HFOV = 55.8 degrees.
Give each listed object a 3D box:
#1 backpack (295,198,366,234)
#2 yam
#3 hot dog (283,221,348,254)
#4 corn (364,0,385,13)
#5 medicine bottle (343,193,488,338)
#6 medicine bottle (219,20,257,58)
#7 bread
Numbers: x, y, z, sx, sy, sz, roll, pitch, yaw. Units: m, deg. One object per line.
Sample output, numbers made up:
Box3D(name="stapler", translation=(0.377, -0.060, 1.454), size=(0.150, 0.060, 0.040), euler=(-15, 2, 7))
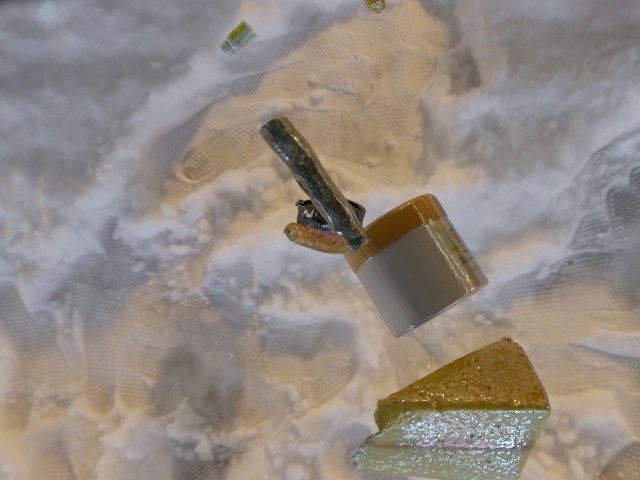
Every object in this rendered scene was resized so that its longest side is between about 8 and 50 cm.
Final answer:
Box3D(name="backpack", translation=(0.027, -0.052, 1.465), size=(0.165, 0.119, 0.106), euler=(15, 106, 46))
Box3D(name="yam", translation=(-0.005, -0.095, 1.050), size=(0.061, 0.061, 0.274), euler=(-35, 99, 4))
Box3D(name="hot dog", translation=(0.000, -0.001, 0.871), size=(0.028, 0.137, 0.044), euler=(-45, 57, 19))
Box3D(name="corn", translation=(0.069, -0.323, 0.793), size=(0.028, 0.027, 0.083), euler=(-43, 36, 26))
Box3D(name="medicine bottle", translation=(0.202, 0.056, 1.298), size=(0.237, 0.238, 0.232), euler=(-32, 80, 5))
Box3D(name="medicine bottle", translation=(-0.189, -0.460, 1.388), size=(0.083, 0.047, 0.047), euler=(-39, 79, 9))
Box3D(name="bread", translation=(0.237, 0.336, 1.220), size=(0.361, 0.245, 0.233), euler=(7, 119, -10))
